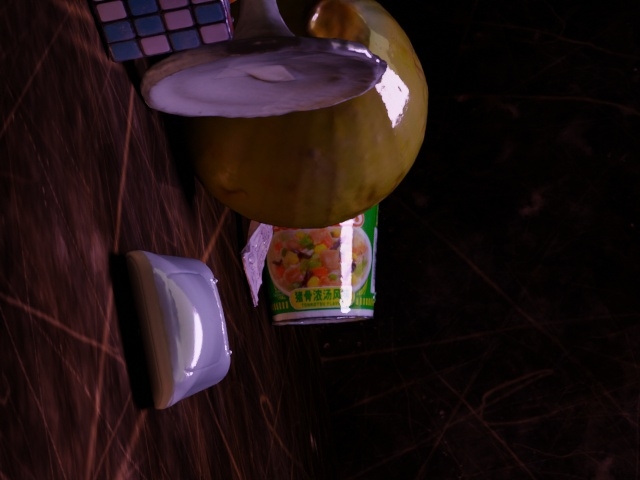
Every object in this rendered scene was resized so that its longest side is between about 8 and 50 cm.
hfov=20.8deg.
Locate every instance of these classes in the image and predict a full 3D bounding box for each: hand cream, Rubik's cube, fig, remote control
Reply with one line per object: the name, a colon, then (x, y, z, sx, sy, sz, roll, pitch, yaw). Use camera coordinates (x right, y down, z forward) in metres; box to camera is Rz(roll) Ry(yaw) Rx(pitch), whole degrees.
hand cream: (-0.083, -0.037, 2.199, 0.257, 0.050, 0.084, -94, 177, -47)
Rubik's cube: (-0.118, -0.196, 1.249, 0.092, 0.092, 0.092, 75, 5, -56)
fig: (-0.017, -0.138, 1.635, 0.271, 0.239, 0.239, 101, -18, -63)
remote control: (-0.093, 0.058, 1.235, 0.293, 0.051, 0.103, 54, 25, -88)

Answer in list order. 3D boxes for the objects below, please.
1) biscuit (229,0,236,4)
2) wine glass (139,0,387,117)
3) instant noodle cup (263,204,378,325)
biscuit: (-0.127, -0.346, 2.622, 0.170, 0.050, 0.170, 163, -90, -87)
wine glass: (-0.062, -0.319, 1.437, 0.267, 0.267, 0.406, 68, 16, -81)
instant noodle cup: (0.000, 0.000, 2.438, 0.207, 0.207, 0.233, 63, 22, -83)
